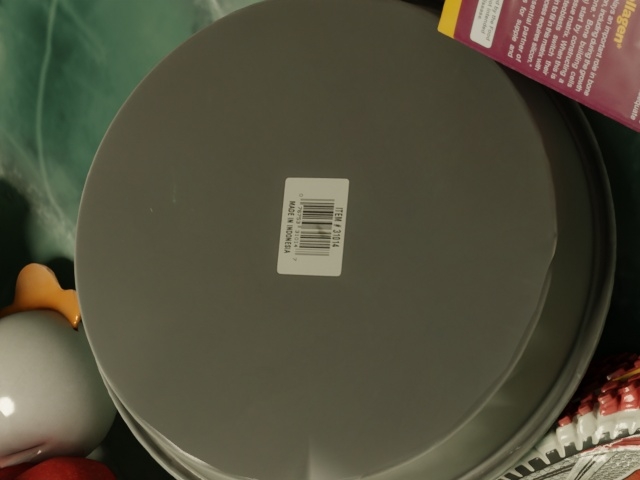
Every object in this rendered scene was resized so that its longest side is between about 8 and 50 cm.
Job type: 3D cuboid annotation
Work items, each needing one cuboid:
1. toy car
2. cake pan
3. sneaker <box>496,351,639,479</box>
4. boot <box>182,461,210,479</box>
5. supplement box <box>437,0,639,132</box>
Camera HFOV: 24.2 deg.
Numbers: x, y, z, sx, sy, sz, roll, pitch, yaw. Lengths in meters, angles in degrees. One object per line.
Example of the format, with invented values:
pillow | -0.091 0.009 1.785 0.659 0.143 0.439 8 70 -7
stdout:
toy car | -0.211 0.137 1.031 0.210 0.219 0.238 -16 66 42
cake pan | 0.000 0.000 0.759 0.293 0.054 0.293 -4 77 18
sneaker | 0.166 0.107 0.749 0.225 0.088 0.093 -24 97 45
boot | -0.001 0.192 0.871 0.262 0.095 0.203 31 141 9
supplement box | 0.159 -0.112 0.677 0.188 0.081 0.104 31 127 27
